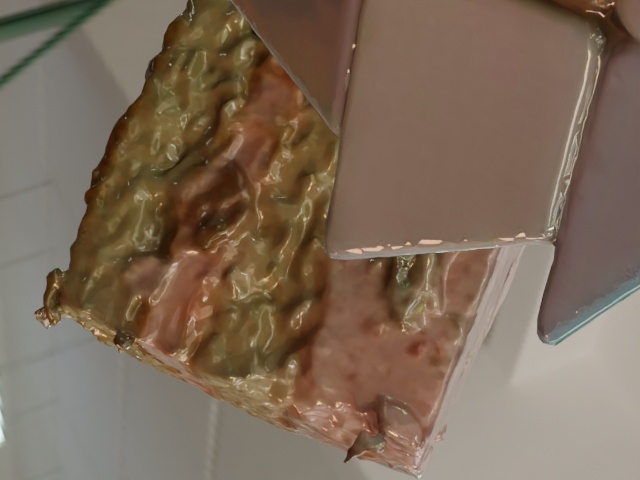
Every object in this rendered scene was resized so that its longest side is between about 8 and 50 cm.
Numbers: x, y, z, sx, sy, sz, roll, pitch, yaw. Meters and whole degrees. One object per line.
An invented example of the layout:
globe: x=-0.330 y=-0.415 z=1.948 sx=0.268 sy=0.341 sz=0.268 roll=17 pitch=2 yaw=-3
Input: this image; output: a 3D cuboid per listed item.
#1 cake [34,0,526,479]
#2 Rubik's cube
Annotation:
cake: x=0.000 y=0.000 z=1.286 sx=0.307 sy=0.314 sz=0.293 roll=21 pitch=-8 yaw=13
Rubik's cube: x=0.131 y=-0.168 z=0.601 sx=0.368 sy=0.358 sz=0.387 roll=28 pitch=-50 yaw=25
